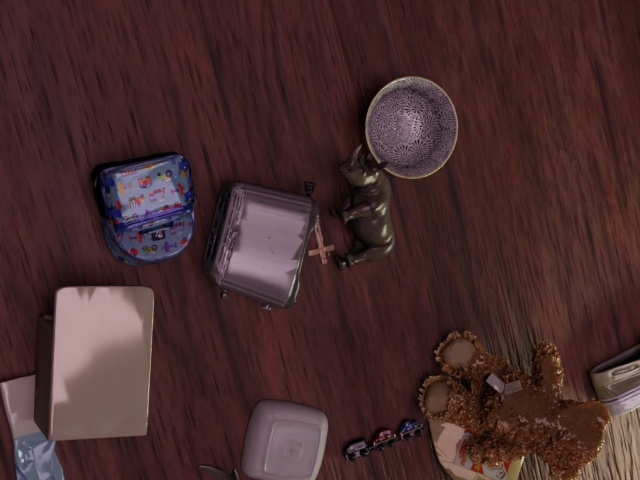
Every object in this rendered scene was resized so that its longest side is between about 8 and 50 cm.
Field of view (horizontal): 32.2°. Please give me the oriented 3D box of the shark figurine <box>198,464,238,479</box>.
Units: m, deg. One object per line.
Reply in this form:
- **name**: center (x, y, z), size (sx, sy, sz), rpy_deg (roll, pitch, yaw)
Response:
- **shark figurine**: center (-0.192, 0.512, 1.815), size (0.166, 0.116, 0.278), rpy_deg (43, 83, -20)

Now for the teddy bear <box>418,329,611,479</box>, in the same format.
- **teddy bear**: center (0.339, 0.294, 1.972), size (0.337, 0.113, 0.245), rpy_deg (9, 74, -7)

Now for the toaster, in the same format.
- **toaster**: center (-0.098, -0.006, 1.787), size (0.146, 0.129, 0.227), rpy_deg (14, 92, -18)

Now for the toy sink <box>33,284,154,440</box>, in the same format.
- **toy sink**: center (-0.352, 0.176, 1.708), size (0.152, 0.131, 0.234), rpy_deg (0, 97, -25)

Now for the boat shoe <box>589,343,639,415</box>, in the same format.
- **boat shoe**: center (0.647, 0.220, 2.088), size (0.302, 0.109, 0.094), rpy_deg (-30, 103, -12)

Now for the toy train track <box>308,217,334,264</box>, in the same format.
- **toy train track**: center (0.000, 0.000, 1.882), size (0.048, 0.014, 0.083), rpy_deg (-15, 100, -18)

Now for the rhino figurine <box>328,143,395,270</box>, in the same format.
- **rhino figurine**: center (0.071, -0.058, 1.833), size (0.106, 0.073, 0.243), rpy_deg (-21, 128, -19)

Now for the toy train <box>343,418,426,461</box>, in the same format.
- **toy train**: center (0.112, 0.349, 1.952), size (0.158, 0.027, 0.036), rpy_deg (-17, 90, -17)

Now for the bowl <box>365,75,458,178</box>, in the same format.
- **bowl**: center (0.140, -0.191, 1.877), size (0.170, 0.080, 0.170), rpy_deg (-2, 96, -20)

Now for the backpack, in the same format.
- **backpack**: center (-0.268, -0.042, 1.730), size (0.158, 0.117, 0.173), rpy_deg (-11, 102, -17)

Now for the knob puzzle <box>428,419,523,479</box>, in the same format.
- **knob puzzle**: center (0.281, 0.356, 2.007), size (0.213, 0.030, 0.213), rpy_deg (2, 84, -15)

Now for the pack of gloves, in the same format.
- **pack of gloves**: center (-0.506, 0.334, 1.730), size (0.195, 0.046, 0.232), rpy_deg (-11, 99, -33)

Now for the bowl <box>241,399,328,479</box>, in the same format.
- **bowl**: center (-0.054, 0.348, 1.878), size (0.142, 0.053, 0.142), rpy_deg (13, 90, -21)
